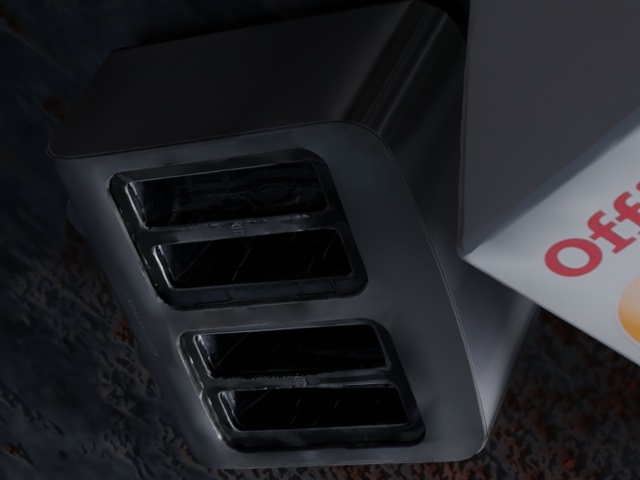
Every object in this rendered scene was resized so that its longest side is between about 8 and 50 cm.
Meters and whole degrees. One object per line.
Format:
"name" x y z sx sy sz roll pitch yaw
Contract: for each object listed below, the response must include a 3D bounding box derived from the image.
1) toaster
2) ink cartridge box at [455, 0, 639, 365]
"toaster" 0.000 0.000 0.622 0.186 0.110 0.168 -5 123 25
"ink cartridge box" 0.180 -0.043 0.443 0.233 0.168 0.171 30 133 -22
